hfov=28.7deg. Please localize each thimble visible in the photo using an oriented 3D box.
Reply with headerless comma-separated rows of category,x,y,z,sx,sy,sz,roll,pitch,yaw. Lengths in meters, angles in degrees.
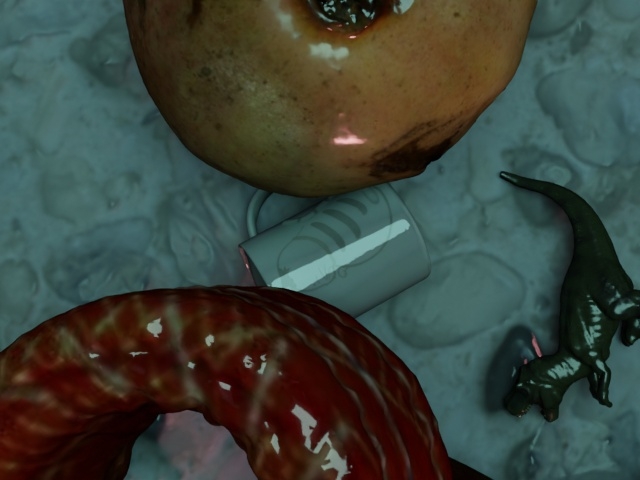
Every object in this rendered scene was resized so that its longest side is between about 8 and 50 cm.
thimble,-0.087,0.198,0.876,0.350,0.230,0.350,1,93,20

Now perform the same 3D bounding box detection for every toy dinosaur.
toy dinosaur,0.194,0.052,1.045,0.179,0.087,0.187,33,81,-5

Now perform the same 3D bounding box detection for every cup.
cup,0.002,0.001,1.018,0.133,0.099,0.136,-28,90,-8

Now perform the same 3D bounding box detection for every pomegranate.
pomegranate,0.009,-0.188,0.949,0.322,0.322,0.322,1,85,-7

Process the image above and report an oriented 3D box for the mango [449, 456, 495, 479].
mango,0.101,0.247,1.004,0.267,0.111,0.133,29,74,1
